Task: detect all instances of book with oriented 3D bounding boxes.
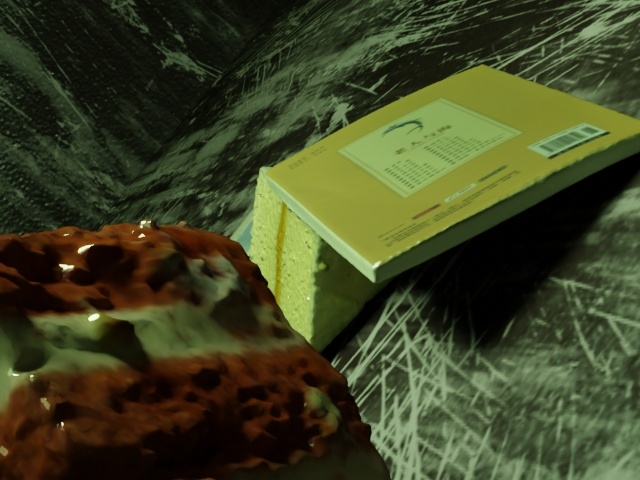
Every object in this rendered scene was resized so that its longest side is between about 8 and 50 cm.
[{"bbox_3d":[0.108,-0.075,1.277,0.268,0.032,0.389,-26,19,-6],"label":"book"}]

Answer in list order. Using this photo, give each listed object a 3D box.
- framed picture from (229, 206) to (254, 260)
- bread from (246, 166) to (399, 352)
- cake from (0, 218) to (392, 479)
[{"bbox_3d":[-0.056,0.032,1.643,0.213,0.016,0.289,-54,26,-20],"label":"framed picture"},{"bbox_3d":[0.000,0.000,1.464,0.178,0.142,0.266,-31,24,-8],"label":"bread"},{"bbox_3d":[-0.131,0.172,0.867,0.270,0.319,0.269,-49,-25,26],"label":"cake"}]
